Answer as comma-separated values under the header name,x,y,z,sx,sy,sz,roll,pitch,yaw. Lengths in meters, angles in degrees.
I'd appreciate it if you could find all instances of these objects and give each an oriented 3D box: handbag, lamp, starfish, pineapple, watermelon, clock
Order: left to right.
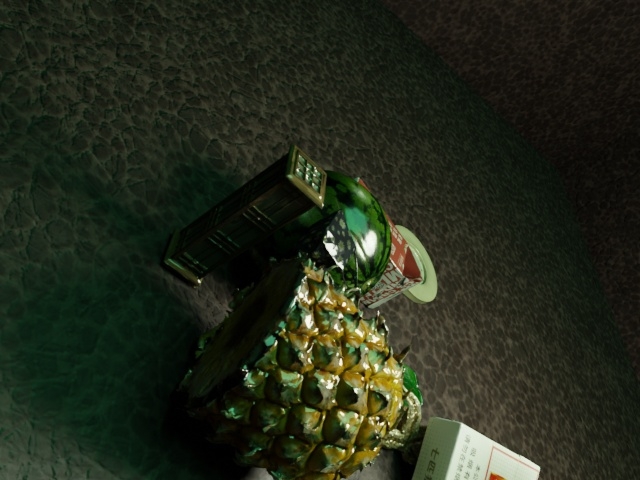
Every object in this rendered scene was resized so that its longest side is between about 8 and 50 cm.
name,x,y,z,sx,sy,sz,roll,pitch,yaw
lamp,-0.135,-0.034,1.198,0.089,0.325,0.090,40,37,-28
pineapple,-0.033,0.213,1.124,0.300,0.352,0.352,43,34,-23
watermelon,0.000,0.000,1.398,0.285,0.285,0.285,35,38,-33
handbag,0.024,0.033,1.212,0.139,0.072,0.115,61,27,-15
handbag,0.097,0.022,1.640,0.298,0.171,0.151,52,28,-18
clock,0.247,0.067,1.943,0.235,0.029,0.235,35,40,-35
starfish,0.192,0.399,1.491,0.247,0.138,0.050,40,-10,-35

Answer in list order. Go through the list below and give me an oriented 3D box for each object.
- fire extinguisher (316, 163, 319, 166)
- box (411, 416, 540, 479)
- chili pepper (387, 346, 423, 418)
name,x,y,z,sx,sy,sz,roll,pitch,yaw
fire extinguisher,-0.032,-0.174,1.758,0.083,0.025,0.038,-23,106,-59
box,0.337,0.538,1.512,0.330,0.095,0.210,35,66,-36
chili pepper,0.117,0.273,1.508,0.270,0.099,0.136,40,47,-33
